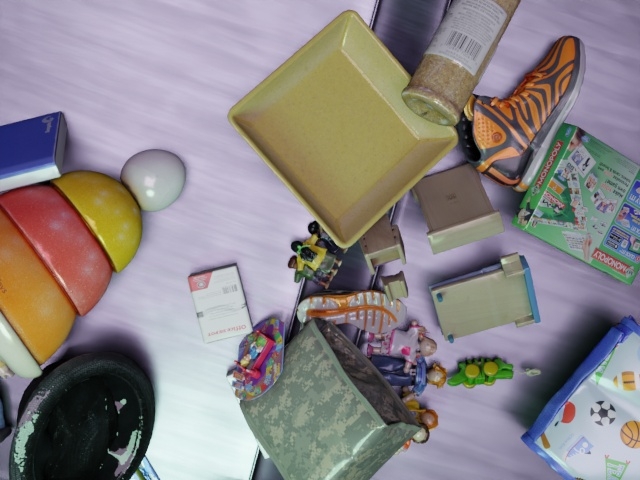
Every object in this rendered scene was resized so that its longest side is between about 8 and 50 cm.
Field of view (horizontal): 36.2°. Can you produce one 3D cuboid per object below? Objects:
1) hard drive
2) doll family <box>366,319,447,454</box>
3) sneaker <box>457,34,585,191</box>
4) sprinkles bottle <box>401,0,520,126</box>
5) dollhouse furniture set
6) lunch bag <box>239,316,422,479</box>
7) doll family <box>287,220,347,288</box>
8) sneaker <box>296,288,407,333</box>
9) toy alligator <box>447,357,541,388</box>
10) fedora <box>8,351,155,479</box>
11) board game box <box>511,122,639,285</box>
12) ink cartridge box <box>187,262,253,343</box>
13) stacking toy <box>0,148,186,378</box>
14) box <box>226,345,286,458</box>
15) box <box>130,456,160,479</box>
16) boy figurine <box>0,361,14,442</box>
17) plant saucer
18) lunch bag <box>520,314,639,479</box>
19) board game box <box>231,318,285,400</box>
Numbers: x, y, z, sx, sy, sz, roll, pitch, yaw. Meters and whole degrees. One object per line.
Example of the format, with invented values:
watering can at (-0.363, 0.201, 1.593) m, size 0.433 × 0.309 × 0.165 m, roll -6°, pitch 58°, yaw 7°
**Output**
hard drive at (-0.629, -0.141, 1.786) m, size 0.319 × 0.210 × 0.040 m, roll -14°, pitch 124°, yaw -2°
doll family at (0.166, 0.292, 1.937) m, size 0.163 × 0.118 × 0.263 m, roll 6°, pitch 77°, yaw 2°
sneaker at (0.373, -0.268, 1.851) m, size 0.180 × 0.124 × 0.321 m, roll 25°, pitch 81°, yaw -9°
sprinkles bottle at (0.279, -0.390, 1.819) m, size 0.121 × 0.121 × 0.355 m, roll 30°, pitch 81°, yaw -6°
dollhouse furniture set at (0.247, 0.051, 1.912) m, size 0.286 × 0.198 × 0.303 m, roll -18°, pitch 122°, yaw 5°
lunch bag at (0.002, 0.314, 1.822) m, size 0.235 × 0.169 × 0.287 m, roll -49°, pitch 58°, yaw 16°
doll family at (0.000, 0.000, 1.905) m, size 0.111 × 0.076 × 0.193 m, roll 28°, pitch 89°, yaw -1°
sneaker at (0.061, 0.129, 1.911) m, size 0.215 × 0.083 × 0.084 m, roll 5°, pitch 100°, yaw -3°
toy alligator at (0.343, 0.256, 1.962) m, size 0.190 × 0.056 × 0.051 m, roll -8°, pitch 56°, yaw -3°
fedora at (-0.472, 0.349, 1.850) m, size 0.334 × 0.152 × 0.334 m, roll -19°, pitch 119°, yaw -38°
board game box at (0.531, -0.064, 1.875) m, size 0.317 × 0.046 × 0.213 m, roll 24°, pitch 95°, yaw -31°
ink cartridge box at (-0.194, 0.122, 1.911) m, size 0.099 × 0.056 × 0.135 m, roll -13°, pitch 96°, yaw -1°
stacking toy at (-0.445, -0.006, 1.799) m, size 0.480 × 0.350 × 0.350 m, roll -34°, pitch 97°, yaw -17°
box at (-0.084, 0.320, 1.948) m, size 0.145 × 0.038 × 0.186 m, roll -24°, pitch 96°, yaw -1°
box at (-0.401, 0.521, 1.948) m, size 0.178 × 0.042 × 0.109 m, roll -30°, pitch 97°, yaw 1°
boy figurine at (-0.680, 0.259, 1.881) m, size 0.177 × 0.092 × 0.285 m, roll -15°, pitch 100°, yaw 1°
plant saucer at (0.040, -0.206, 1.847) m, size 0.333 × 0.081 × 0.333 m, roll -43°, pitch 96°, yaw -16°
lunch bag at (0.623, 0.373, 1.899) m, size 0.385 × 0.239 × 0.328 m, roll 37°, pitch 95°, yaw -13°
board game box at (-0.127, 0.219, 1.869) m, size 0.133 × 0.169 × 0.033 m, roll -30°, pitch 133°, yaw 35°
